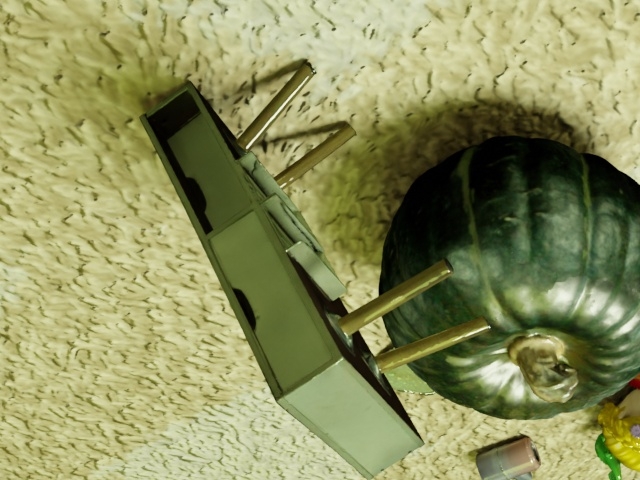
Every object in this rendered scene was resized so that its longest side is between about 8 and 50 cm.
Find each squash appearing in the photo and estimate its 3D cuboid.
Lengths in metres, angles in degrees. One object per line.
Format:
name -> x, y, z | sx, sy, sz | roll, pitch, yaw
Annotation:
squash -> 0.142, 0.029, 0.747 | 0.218, 0.172, 0.218 | 20, 148, 14

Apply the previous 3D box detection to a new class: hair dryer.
hair dryer -> 0.221, 0.254, 1.188 | 0.063, 0.037, 0.114 | -24, 149, 18

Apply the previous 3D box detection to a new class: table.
table -> 0.000, 0.000, 0.638 | 0.111, 0.240, 0.121 | -34, 141, 4

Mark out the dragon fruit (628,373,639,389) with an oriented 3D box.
dragon fruit -> 0.318, 0.090, 0.942 | 0.190, 0.094, 0.094 | 2, 144, -34

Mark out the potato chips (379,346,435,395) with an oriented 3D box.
potato chips -> 0.142, 0.101, 0.971 | 0.209, 0.026, 0.142 | -22, 145, 20

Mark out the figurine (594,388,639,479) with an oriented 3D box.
figurine -> 0.331, 0.202, 1.071 | 0.094, 0.115, 0.156 | 20, 138, -19
